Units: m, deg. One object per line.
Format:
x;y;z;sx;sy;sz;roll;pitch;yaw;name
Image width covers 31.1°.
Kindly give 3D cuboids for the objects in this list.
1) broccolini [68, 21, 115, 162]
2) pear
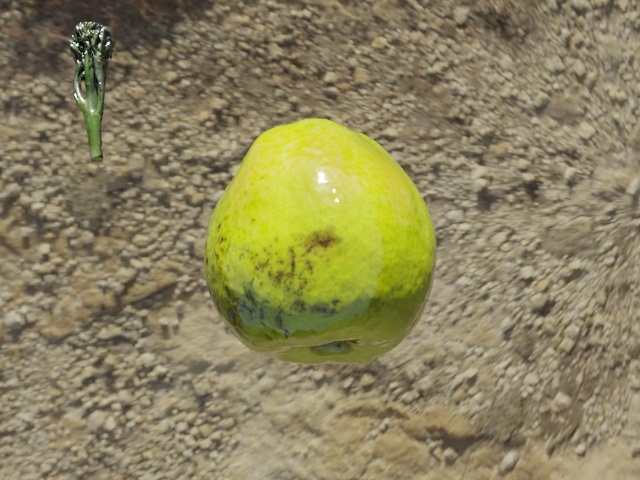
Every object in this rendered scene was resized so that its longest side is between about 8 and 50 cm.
-0.322;-0.209;1.593;0.068;0.091;0.203;11;65;-23;broccolini
0.000;0.000;1.761;0.391;0.391;0.391;1;92;16;pear
